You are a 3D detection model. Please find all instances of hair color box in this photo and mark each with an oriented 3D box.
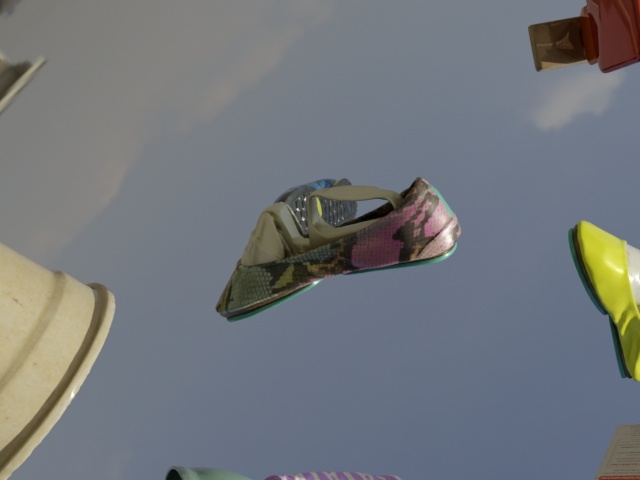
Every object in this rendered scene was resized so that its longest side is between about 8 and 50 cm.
[{"bbox_3d":[0.388,0.302,1.147,0.093,0.053,0.167,-17,-154,49],"label":"hair color box"}]

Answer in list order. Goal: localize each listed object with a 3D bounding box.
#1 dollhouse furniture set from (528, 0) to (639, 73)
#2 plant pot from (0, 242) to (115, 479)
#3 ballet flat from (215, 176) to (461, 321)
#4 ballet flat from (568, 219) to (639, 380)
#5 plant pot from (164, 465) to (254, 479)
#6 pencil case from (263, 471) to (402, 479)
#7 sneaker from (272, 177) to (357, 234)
[{"bbox_3d":[0.199,-0.253,0.677,0.135,0.259,0.262,-11,-178,-5],"label":"dollhouse furniture set"},{"bbox_3d":[-0.453,0.089,1.028,0.334,0.305,0.334,-37,-155,20],"label":"plant pot"},{"bbox_3d":[0.000,0.000,0.731,0.221,0.079,0.077,-18,-163,29],"label":"ballet flat"},{"bbox_3d":[0.306,0.056,0.909,0.077,0.231,0.077,-13,-137,24],"label":"ballet flat"},{"bbox_3d":[-0.148,0.523,1.584,0.293,0.196,0.293,180,-90,-69],"label":"plant pot"},{"bbox_3d":[0.018,0.342,1.208,0.088,0.206,0.086,-15,-107,57],"label":"pencil case"},{"bbox_3d":[-0.024,-0.032,1.132,0.082,0.069,0.209,-9,-174,22],"label":"sneaker"}]
